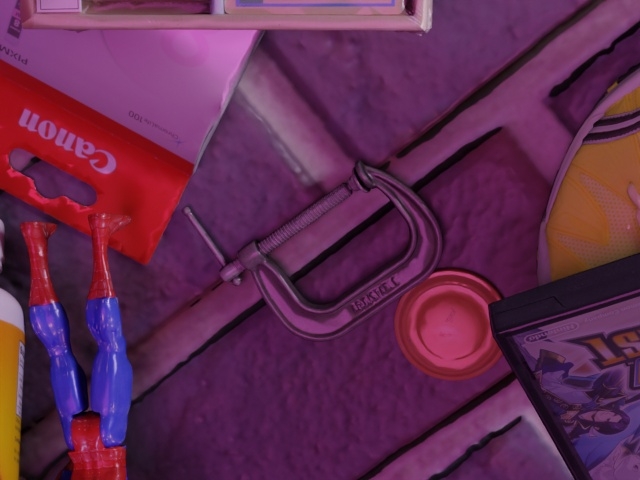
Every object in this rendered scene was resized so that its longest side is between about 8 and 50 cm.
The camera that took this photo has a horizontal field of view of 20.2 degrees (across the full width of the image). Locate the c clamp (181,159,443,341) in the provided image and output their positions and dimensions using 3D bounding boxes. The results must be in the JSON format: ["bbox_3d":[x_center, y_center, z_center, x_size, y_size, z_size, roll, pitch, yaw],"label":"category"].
[{"bbox_3d":[0.000,0.000,1.273,0.161,0.022,0.137,-29,95,16],"label":"c clamp"}]

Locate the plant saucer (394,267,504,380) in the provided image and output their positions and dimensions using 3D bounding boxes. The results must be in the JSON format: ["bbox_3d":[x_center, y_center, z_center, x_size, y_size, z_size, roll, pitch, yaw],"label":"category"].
[{"bbox_3d":[0.094,0.061,1.281,0.083,0.013,0.083,2,105,9],"label":"plant saucer"}]

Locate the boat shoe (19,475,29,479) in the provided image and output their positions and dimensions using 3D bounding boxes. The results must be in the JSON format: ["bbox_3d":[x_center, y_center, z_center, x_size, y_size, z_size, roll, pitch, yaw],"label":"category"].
[{"bbox_3d":[-0.240,0.236,1.347,0.285,0.103,0.092,32,113,4],"label":"boat shoe"}]

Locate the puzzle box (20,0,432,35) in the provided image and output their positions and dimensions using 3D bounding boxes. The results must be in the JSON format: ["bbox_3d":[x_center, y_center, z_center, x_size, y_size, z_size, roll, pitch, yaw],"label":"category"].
[{"bbox_3d":[-0.060,-0.336,1.146,0.272,0.052,0.409,0,98,6],"label":"puzzle box"}]

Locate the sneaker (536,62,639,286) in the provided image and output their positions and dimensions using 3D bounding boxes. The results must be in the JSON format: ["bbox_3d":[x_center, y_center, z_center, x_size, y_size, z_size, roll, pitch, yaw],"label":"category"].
[{"bbox_3d":[0.273,-0.078,1.141,0.145,0.147,0.384,38,109,-4],"label":"sneaker"}]

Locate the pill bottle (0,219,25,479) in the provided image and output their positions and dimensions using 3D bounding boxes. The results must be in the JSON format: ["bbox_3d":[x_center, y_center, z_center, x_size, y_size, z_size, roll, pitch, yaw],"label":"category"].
[{"bbox_3d":[-0.277,0.103,1.252,0.136,0.136,0.245,-4,72,11],"label":"pill bottle"}]

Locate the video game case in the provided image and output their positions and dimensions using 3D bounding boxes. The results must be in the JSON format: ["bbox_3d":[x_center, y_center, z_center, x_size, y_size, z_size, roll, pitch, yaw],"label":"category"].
[{"bbox_3d":[0.280,0.084,1.178,0.275,0.035,0.248,-19,134,14],"label":"video game case"}]

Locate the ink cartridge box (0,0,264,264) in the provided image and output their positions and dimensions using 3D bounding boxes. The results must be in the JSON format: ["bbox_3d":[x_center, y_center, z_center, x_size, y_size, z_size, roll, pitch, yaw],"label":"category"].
[{"bbox_3d":[-0.158,-0.115,1.256,0.189,0.066,0.232,28,104,1],"label":"ink cartridge box"}]

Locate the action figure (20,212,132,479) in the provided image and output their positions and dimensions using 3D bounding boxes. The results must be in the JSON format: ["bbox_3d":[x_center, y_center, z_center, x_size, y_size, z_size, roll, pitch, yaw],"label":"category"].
[{"bbox_3d":[-0.151,0.126,1.309,0.091,0.139,0.280,-6,85,17],"label":"action figure"}]
